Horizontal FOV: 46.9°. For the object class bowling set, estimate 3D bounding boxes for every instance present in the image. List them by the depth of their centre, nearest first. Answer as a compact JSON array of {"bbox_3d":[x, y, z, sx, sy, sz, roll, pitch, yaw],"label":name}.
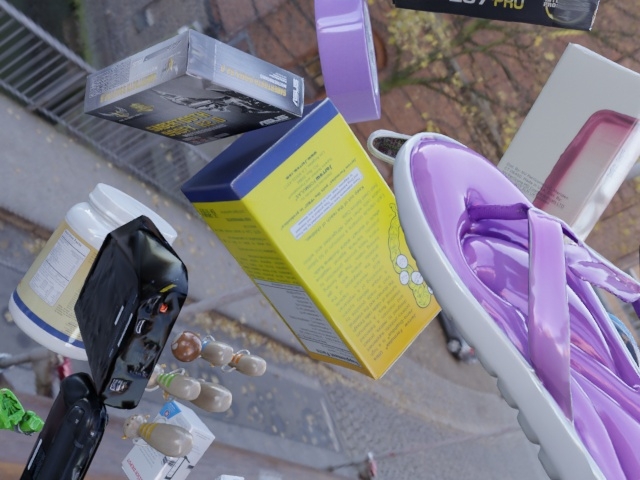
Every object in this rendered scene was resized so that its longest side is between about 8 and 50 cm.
[{"bbox_3d":[-0.246,0.227,1.346,0.287,0.154,0.200,-41,130,-44],"label":"bowling set"}]

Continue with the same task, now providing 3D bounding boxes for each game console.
[{"bbox_3d":[-0.236,0.155,0.729,0.044,0.361,0.213,23,7,-28],"label":"game console"}]

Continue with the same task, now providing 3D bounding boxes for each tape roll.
[{"bbox_3d":[0.057,-0.370,1.451,0.275,0.090,0.275,-7,90,-82],"label":"tape roll"}]

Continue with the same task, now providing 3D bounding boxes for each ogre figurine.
[{"bbox_3d":[-0.575,0.277,1.254,0.197,0.118,0.097,16,63,-27],"label":"ogre figurine"}]

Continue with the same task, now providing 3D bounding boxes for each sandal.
[{"bbox_3d":[0.194,0.072,0.512,0.169,0.102,0.416,-2,57,-43],"label":"sandal"}]

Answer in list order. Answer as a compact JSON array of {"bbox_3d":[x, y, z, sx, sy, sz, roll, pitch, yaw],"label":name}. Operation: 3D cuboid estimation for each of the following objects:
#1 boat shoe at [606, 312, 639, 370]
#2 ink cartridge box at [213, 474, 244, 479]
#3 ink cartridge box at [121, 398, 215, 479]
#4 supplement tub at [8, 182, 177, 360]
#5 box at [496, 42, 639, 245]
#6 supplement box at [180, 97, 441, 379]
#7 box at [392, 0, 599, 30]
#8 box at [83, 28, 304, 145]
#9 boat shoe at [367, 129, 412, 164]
[{"bbox_3d":[0.371,0.206,0.965,0.089,0.109,0.258,-51,130,-38],"label":"boat shoe"},{"bbox_3d":[-0.278,0.696,1.809,0.065,0.332,0.165,15,56,-23],"label":"ink cartridge box"},{"bbox_3d":[-0.376,0.518,1.813,0.086,0.203,0.148,40,-6,-38],"label":"ink cartridge box"},{"bbox_3d":[-0.464,0.063,1.527,0.228,0.316,0.228,35,3,-2],"label":"supplement tub"},{"bbox_3d":[0.339,-0.117,0.980,0.127,0.232,0.148,36,17,26],"label":"box"},{"bbox_3d":[0.000,0.000,1.085,0.357,0.195,0.194,55,-23,-21],"label":"supplement box"},{"bbox_3d":[0.323,-0.515,1.236,0.097,0.318,0.395,86,23,-51],"label":"box"},{"bbox_3d":[-0.164,-0.186,0.949,0.183,0.231,0.056,11,77,-46],"label":"box"},{"bbox_3d":[0.165,-0.137,1.188,0.184,0.066,0.063,23,11,2],"label":"boat shoe"}]
